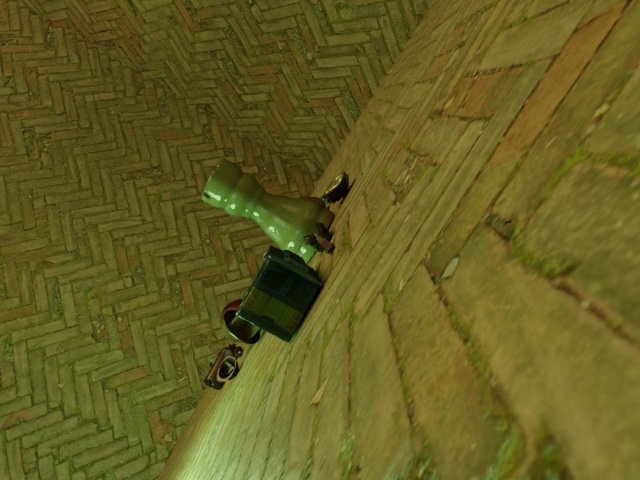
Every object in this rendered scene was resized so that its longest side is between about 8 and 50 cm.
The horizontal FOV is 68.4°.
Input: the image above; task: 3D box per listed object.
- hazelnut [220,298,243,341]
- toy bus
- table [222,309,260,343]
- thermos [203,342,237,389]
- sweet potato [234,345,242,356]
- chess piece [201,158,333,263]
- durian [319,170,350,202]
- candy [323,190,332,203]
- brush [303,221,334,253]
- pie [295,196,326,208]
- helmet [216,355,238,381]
[{"bbox_3d":[-0.320,0.328,1.967,0.214,0.176,0.214,-32,0,0],"label":"hazelnut"},{"bbox_3d":[-0.107,0.127,1.228,0.190,0.152,0.312,-61,6,1],"label":"toy bus"},{"bbox_3d":[-0.230,0.250,1.754,0.227,0.167,0.167,-49,9,18],"label":"table"},{"bbox_3d":[-0.467,0.599,2.287,0.124,0.099,0.232,-7,40,35],"label":"thermos"},{"bbox_3d":[-0.385,0.523,2.208,0.153,0.038,0.041,169,107,-80],"label":"sweet potato"},{"bbox_3d":[-0.193,-0.110,1.677,0.234,0.442,0.234,-60,6,11],"label":"chess piece"},{"bbox_3d":[0.059,-0.176,1.674,0.140,0.071,0.110,-48,8,-12],"label":"durian"},{"bbox_3d":[0.053,-0.200,1.978,0.062,0.058,0.194,-49,2,24],"label":"candy"},{"bbox_3d":[0.000,0.000,1.385,0.084,0.071,0.301,-56,12,3],"label":"brush"},{"bbox_3d":[-0.084,-0.099,2.036,0.273,0.069,0.273,-17,46,19],"label":"pie"},{"bbox_3d":[-0.365,0.529,1.901,0.089,0.057,0.111,0,55,33],"label":"helmet"}]
